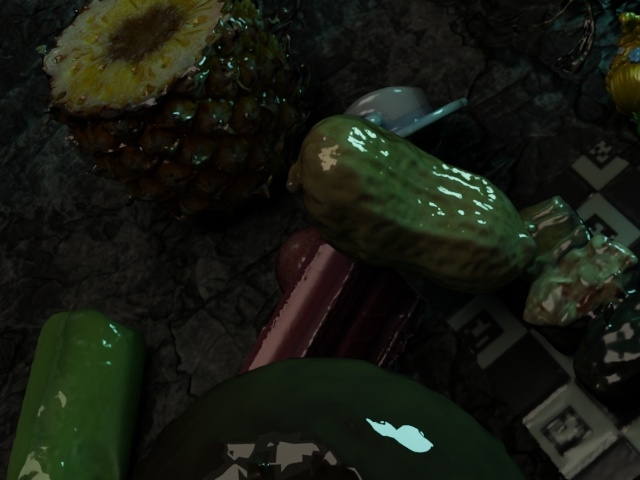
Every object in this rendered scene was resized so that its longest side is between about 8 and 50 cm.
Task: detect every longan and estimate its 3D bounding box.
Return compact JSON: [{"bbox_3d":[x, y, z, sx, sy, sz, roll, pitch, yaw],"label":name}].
[{"bbox_3d":[0.000,0.312,1.187,0.436,0.404,0.404,-17,54,32],"label":"longan"}]

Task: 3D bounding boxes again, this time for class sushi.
[{"bbox_3d":[0.291,0.054,1.356,0.296,0.100,0.373,-39,49,5],"label":"sushi"}]

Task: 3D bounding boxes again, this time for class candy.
[{"bbox_3d":[-0.312,0.253,1.580,0.132,0.142,0.343,-3,60,15],"label":"candy"}]

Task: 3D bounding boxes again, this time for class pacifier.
[{"bbox_3d":[0.099,-0.080,1.521,0.227,0.279,0.207,-32,91,12],"label":"pacifier"}]

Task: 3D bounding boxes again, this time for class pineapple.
[{"bbox_3d":[-0.176,-0.198,1.670,0.352,0.300,0.352,-16,55,24],"label":"pineapple"}]

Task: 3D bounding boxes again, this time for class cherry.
[{"bbox_3d":[0.000,0.000,1.591,0.107,0.090,0.225,-27,31,33],"label":"cherry"}]

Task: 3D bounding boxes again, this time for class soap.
[{"bbox_3d":[0.006,0.134,1.440,0.099,0.162,0.250,20,72,39],"label":"soap"}]

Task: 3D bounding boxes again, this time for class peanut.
[{"bbox_3d":[0.089,-0.033,1.350,0.159,0.291,0.143,-7,63,64],"label":"peanut"}]

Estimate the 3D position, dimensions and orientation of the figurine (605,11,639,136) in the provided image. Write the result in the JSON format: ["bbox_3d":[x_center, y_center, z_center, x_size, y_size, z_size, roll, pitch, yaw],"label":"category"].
[{"bbox_3d":[0.377,-0.194,1.453,0.095,0.115,0.156,-11,58,38],"label":"figurine"}]

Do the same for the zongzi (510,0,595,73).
[{"bbox_3d":[0.417,-0.438,1.453,0.418,0.181,0.447,-6,83,-11],"label":"zongzi"}]
